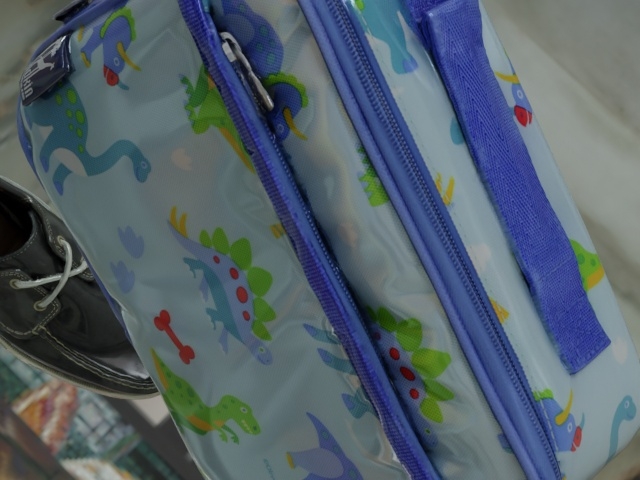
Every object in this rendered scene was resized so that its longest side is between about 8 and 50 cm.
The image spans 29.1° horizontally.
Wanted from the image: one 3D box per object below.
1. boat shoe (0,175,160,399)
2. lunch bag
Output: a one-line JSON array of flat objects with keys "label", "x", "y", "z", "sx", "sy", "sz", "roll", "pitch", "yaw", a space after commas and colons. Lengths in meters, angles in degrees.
[{"label": "boat shoe", "x": -0.179, "y": 0.021, "z": 0.757, "sx": 0.084, "sy": 0.233, "sz": 0.079, "roll": -54, "pitch": 12, "yaw": -17}, {"label": "lunch bag", "x": 0.000, "y": 0.000, "z": 0.416, "sx": 0.176, "sy": 0.219, "sz": 0.090, "roll": -16, "pitch": 12, "yaw": 48}]
